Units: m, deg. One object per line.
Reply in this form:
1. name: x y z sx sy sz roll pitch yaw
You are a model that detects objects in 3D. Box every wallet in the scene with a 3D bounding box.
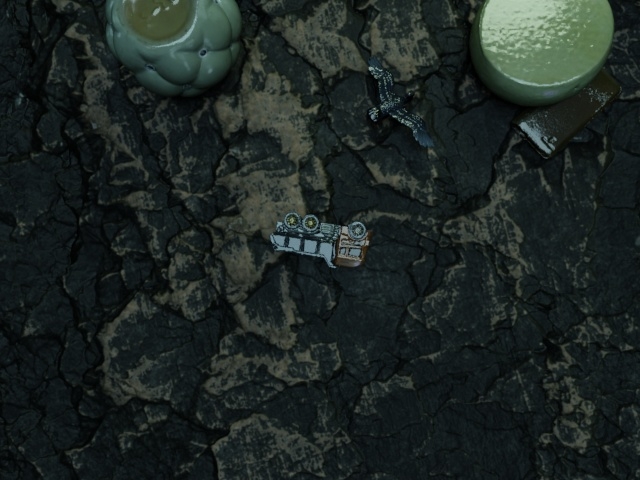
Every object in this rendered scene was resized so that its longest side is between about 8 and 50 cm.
1. wallet: 0.481 -0.261 1.043 0.198 0.031 0.110 -43 90 1

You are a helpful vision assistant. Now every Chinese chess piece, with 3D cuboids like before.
1. Chinese chess piece: 0.406 -0.376 0.991 0.250 0.101 0.251 -1 83 8

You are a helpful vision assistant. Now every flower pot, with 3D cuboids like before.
1. flower pot: -0.265 -0.385 0.969 0.245 0.195 0.246 0 91 1

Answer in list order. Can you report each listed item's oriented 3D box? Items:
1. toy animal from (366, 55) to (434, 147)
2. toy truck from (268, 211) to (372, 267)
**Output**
1. toy animal: 0.138 -0.259 1.031 0.107 0.062 0.220 -29 83 1
2. toy truck: 0.000 0.000 1.021 0.191 0.083 0.092 9 90 2
